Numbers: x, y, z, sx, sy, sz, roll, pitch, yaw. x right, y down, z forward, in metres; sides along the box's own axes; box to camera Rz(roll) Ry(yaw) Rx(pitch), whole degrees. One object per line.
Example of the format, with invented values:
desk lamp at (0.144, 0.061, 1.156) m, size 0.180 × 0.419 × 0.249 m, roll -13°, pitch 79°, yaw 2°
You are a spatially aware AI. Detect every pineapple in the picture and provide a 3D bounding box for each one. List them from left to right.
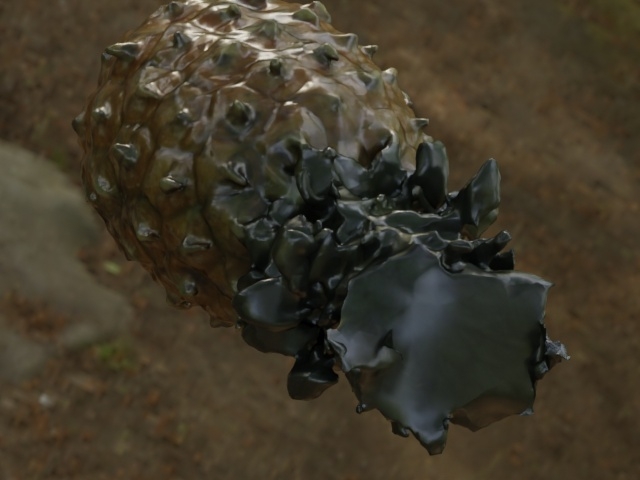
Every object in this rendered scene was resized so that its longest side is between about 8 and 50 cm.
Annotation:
pineapple at (0.000, 0.000, 0.849) m, size 0.158 × 0.158 × 0.279 m, roll 6°, pitch 25°, yaw -31°
